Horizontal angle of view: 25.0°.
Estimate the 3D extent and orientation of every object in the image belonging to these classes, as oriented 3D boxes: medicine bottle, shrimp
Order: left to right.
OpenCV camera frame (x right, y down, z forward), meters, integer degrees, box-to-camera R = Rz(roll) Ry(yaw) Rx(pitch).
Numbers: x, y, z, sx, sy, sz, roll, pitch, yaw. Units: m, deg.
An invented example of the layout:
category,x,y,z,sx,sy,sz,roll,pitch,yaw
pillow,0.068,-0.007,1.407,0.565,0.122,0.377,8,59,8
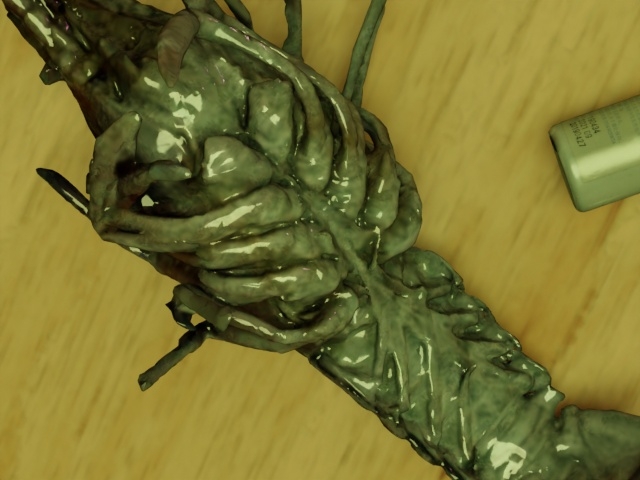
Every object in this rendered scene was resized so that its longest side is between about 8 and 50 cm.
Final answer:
category,x,y,z,sx,sy,sz,roll,pitch,yaw
shrimp,-0.004,-0.002,0.690,0.410,0.166,0.221,47,67,-19
medicine bottle,0.159,-0.048,0.716,0.083,0.047,0.047,-19,99,6
